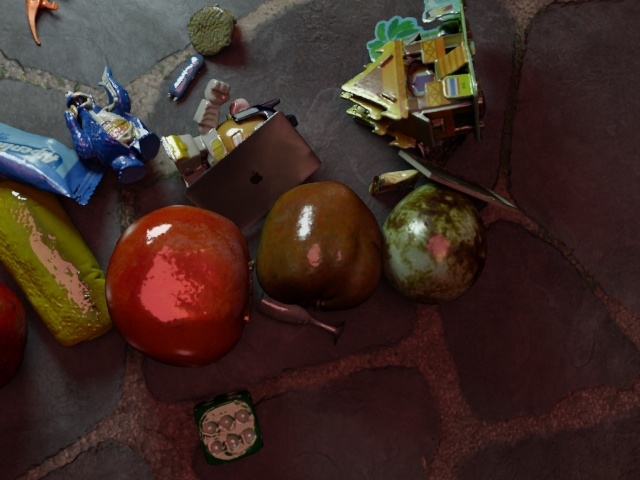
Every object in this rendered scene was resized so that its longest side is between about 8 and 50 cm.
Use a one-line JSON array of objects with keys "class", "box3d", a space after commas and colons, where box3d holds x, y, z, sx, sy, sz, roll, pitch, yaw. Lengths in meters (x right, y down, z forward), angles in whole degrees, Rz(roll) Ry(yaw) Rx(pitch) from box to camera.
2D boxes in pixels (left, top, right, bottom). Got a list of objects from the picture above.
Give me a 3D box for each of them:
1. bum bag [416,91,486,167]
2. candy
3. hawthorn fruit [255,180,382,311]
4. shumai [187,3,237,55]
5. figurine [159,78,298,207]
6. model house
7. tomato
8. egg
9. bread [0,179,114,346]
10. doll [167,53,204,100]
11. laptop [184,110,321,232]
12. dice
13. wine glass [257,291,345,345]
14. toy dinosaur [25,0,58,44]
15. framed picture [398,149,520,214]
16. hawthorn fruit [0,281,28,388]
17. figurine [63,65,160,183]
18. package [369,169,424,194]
[{"class": "bum bag", "box3d": [0.313, -0.274, 1.640, 0.248, 0.069, 0.102, -55, 130, -12]}, {"class": "candy", "box3d": [-0.617, -0.176, 1.419, 0.331, 0.187, 0.077, 18, 121, -7]}, {"class": "hawthorn fruit", "box3d": [0.000, 0.000, 1.457, 0.267, 0.268, 0.301, 7, 71, -10]}, {"class": "shumai", "box3d": [-0.240, -0.489, 1.560, 0.123, 0.087, 0.099, -26, 112, 30]}, {"class": "figurine", "box3d": [-0.190, -0.206, 1.500, 0.308, 0.143, 0.308, -18, 131, -23]}, {"class": "model house", "box3d": [0.195, -0.399, 1.539, 0.312, 0.242, 0.358, -6, 70, 10]}, {"class": "tomato", "box3d": [-0.278, 0.094, 1.381, 0.289, 0.293, 0.325, 7, 88, -9]}, {"class": "egg", "box3d": [0.253, 0.003, 1.518, 0.238, 0.238, 0.289, 27, 62, -7]}, {"class": "bread", "box3d": [-0.565, 0.041, 1.422, 0.166, 0.112, 0.383, -33, 91, -12]}, {"class": "doll", "box3d": [-0.307, -0.373, 1.559, 0.037, 0.027, 0.125, 33, 82, -5]}, {"class": "laptop", "box3d": [-0.141, -0.136, 1.473, 0.269, 0.015, 0.187, -40, 135, 2]}, {"class": "dice", "box3d": [-0.195, 0.396, 1.449, 0.128, 0.120, 0.131, -14, 85, -11]}, {"class": "wine glass", "box3d": [-0.046, 0.172, 1.531, 0.198, 0.066, 0.066, 23, 80, -8]}, {"class": "toy dinosaur", "box3d": [-0.614, -0.576, 1.506, 0.101, 0.055, 0.280, 9, 84, 13]}, {"class": "framed picture", "box3d": [0.313, -0.134, 1.549, 0.250, 0.184, 0.016, 18, 107, -23]}, {"class": "hawthorn fruit", "box3d": [-0.703, 0.168, 1.282, 0.265, 0.307, 0.265, -1, 62, 1]}, {"class": "figurine", "box3d": [-0.451, -0.236, 1.468, 0.164, 0.121, 0.262, -37, 71, 1]}, {"class": "package", "box3d": [0.173, -0.136, 1.580, 0.120, 0.108, 0.031, -9, 78, -11]}]
